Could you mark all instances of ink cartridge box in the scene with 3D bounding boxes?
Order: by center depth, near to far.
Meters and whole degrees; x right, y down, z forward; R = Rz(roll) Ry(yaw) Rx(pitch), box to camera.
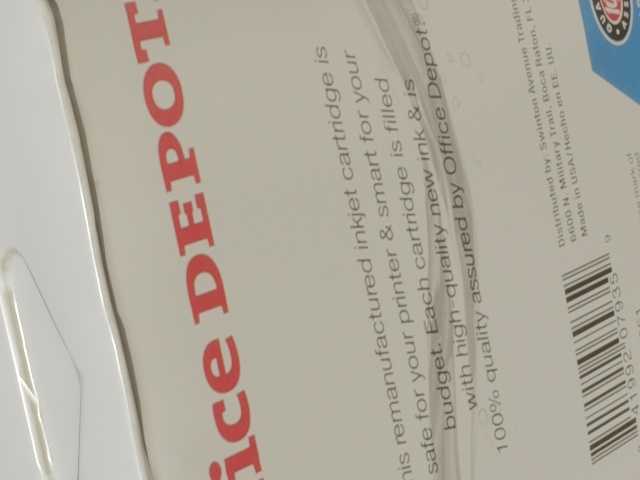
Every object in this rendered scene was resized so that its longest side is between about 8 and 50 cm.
[{"bbox_3d":[0.000,0.000,0.571,0.129,0.307,0.223,-5,100,41],"label":"ink cartridge box"}]
